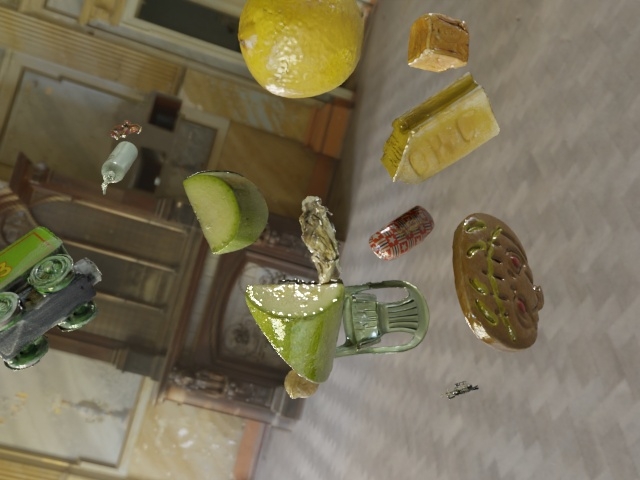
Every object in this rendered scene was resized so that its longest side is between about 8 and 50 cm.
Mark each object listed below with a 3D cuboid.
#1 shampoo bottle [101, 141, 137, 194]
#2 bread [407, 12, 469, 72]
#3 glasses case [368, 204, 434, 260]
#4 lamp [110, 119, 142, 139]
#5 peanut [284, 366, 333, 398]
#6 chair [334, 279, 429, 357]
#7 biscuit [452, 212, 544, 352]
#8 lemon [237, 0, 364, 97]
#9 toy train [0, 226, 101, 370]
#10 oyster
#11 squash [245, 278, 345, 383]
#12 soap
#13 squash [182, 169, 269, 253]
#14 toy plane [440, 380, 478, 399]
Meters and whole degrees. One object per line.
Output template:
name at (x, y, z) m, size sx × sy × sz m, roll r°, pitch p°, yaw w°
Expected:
shampoo bottle at (-0.485, -0.175, 1.619) m, size 0.195 × 0.056 × 0.056 m, roll -89°, pitch 18°, yaw -60°
bread at (0.353, -0.593, 2.049) m, size 0.143 × 0.158 × 0.149 m, roll 171°, pitch 100°, yaw -67°
glasses case at (0.179, -0.018, 1.429) m, size 0.194 × 0.073 × 0.049 m, roll -32°, pitch -12°, yaw -44°
lamp at (-0.566, -0.316, 1.962) m, size 0.083 × 0.063 × 0.031 m, roll -41°, pitch -34°, yaw -41°
peanut at (-0.027, 0.313, 1.620) m, size 0.193 × 0.089 × 0.089 m, roll -46°, pitch -19°, yaw -61°
chair at (0.140, 0.214, 1.838) m, size 0.190 × 0.274 × 0.204 m, roll -10°, pitch 85°, yaw 41°
biscuit at (0.491, 0.110, 1.823) m, size 0.070 × 0.350 × 0.395 m, roll -34°, pitch 50°, yaw 43°
lemon at (-0.042, -0.444, 1.482) m, size 0.293 × 0.292 × 0.293 m, roll -164°, pitch 90°, yaw -79°
toy train at (-0.648, 0.125, 1.489) m, size 0.307 × 0.248 × 0.174 m, roll -41°, pitch -41°, yaw -25°
oyster at (-0.002, 0.000, 2.254) m, size 0.238 × 0.114 × 0.352 m, roll 79°, pitch 177°, yaw -57°
squash at (-0.047, 0.183, 1.179) m, size 0.252 × 0.169 × 0.093 m, roll 97°, pitch 169°, yaw -44°
soap at (0.249, -0.228, 1.481) m, size 0.257 × 0.160 × 0.080 m, roll -33°, pitch 47°, yaw 8°
squash at (-0.178, -0.084, 1.469) m, size 0.085 × 0.184 × 0.192 m, roll -32°, pitch 81°, yaw 50°
toy plane at (0.428, 0.466, 2.111) m, size 0.049 × 0.120 × 0.031 m, roll -124°, pitch 20°, yaw -80°
